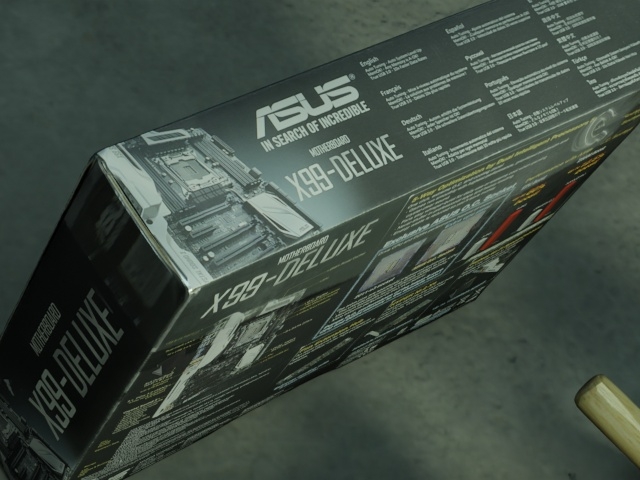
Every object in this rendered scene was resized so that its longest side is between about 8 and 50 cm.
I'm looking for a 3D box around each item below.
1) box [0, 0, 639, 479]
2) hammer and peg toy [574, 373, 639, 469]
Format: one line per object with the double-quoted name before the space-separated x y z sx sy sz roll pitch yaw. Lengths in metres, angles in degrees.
"box" 0.000 0.000 0.887 0.307 0.242 0.076 -24 73 -33
"hammer and peg toy" 0.117 0.243 0.862 0.361 0.127 0.266 -29 73 -35
